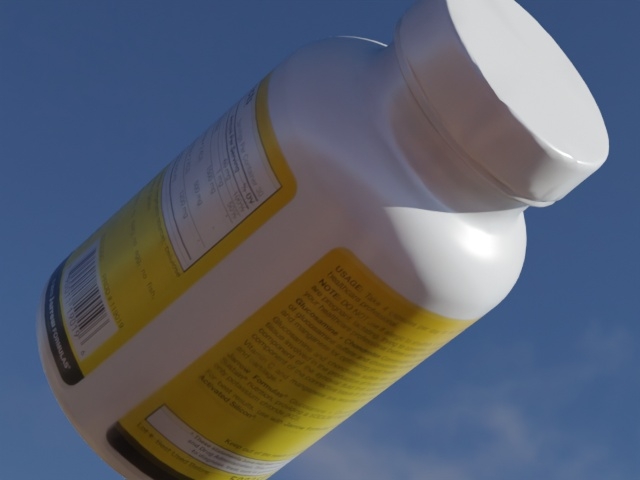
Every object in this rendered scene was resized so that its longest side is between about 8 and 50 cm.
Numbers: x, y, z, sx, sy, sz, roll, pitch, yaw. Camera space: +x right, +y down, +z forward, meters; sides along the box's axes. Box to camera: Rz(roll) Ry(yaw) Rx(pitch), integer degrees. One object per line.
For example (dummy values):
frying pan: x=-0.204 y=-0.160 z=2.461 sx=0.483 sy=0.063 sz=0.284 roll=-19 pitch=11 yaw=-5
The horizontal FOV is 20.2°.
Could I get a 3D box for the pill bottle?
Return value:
pill bottle: x=0.000 y=0.000 z=0.582 sx=0.103 sy=0.103 sz=0.184 roll=36 pitch=-59 yaw=-26
